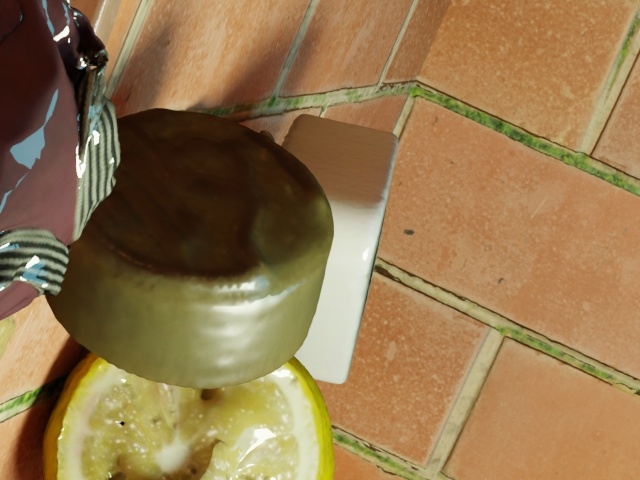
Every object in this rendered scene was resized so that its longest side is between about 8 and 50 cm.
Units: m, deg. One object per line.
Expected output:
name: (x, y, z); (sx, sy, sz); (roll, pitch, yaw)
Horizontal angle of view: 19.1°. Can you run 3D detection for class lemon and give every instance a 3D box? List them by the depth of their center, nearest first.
lemon: (-0.158, 0.256, 2.254); (0.364, 0.364, 0.364); (-61, 169, -20)

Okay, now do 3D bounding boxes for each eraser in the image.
eraser: (0.000, 0.000, 2.314); (0.331, 0.150, 0.331); (13, 90, -85)

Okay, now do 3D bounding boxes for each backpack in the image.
backpack: (-0.256, -0.037, 1.385); (0.317, 0.197, 0.283); (86, 29, -72)

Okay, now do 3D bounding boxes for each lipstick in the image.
lipstick: (-0.221, -0.163, 1.689); (0.145, 0.045, 0.045); (-67, 167, 20)

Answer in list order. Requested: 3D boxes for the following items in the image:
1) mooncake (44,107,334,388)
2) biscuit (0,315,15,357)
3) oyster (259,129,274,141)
mooncake: (-0.130, 0.000, 1.873); (0.284, 0.284, 0.155); (-54, 167, -46)
biscuit: (-0.370, 0.171, 1.784); (0.249, 0.030, 0.160); (-64, 169, -3)
oyster: (-0.130, -0.033, 2.310); (0.351, 0.115, 0.238); (-37, 142, -79)
